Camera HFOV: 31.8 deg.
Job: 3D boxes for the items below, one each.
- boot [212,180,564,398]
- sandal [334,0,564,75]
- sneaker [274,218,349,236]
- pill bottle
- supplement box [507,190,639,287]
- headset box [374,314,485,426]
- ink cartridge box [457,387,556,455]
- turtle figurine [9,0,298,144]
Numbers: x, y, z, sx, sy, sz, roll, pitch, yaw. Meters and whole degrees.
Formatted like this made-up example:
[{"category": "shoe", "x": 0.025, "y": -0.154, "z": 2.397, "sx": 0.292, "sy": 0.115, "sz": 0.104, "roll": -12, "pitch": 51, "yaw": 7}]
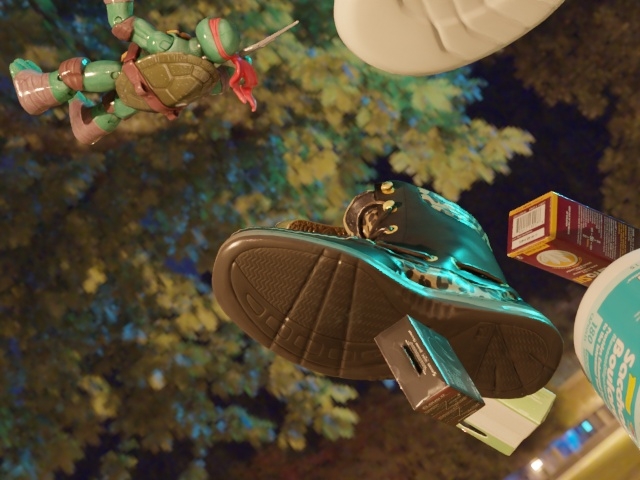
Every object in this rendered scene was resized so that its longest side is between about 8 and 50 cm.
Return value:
[{"category": "boot", "x": 0.062, "y": 0.030, "z": 1.249, "sx": 0.284, "sy": 0.378, "sz": 0.138, "roll": -102, "pitch": 28, "yaw": -64}, {"category": "sandal", "x": 0.172, "y": -0.299, "z": 0.901, "sx": 0.416, "sy": 0.169, "sz": 0.102, "roll": -46, "pitch": 29, "yaw": 5}, {"category": "sneaker", "x": 0.000, "y": 0.000, "z": 2.056, "sx": 0.192, "sy": 0.064, "sz": 0.086, "roll": 18, "pitch": -7, "yaw": -32}, {"category": "pill bottle", "x": 0.284, "y": 0.107, "z": 0.789, "sx": 0.146, "sy": 0.146, "sz": 0.264, "roll": -41, "pitch": 17, "yaw": 8}, {"category": "supplement box", "x": 0.399, "y": 0.003, "z": 1.770, "sx": 0.188, "sy": 0.080, "sz": 0.104, "roll": 20, "pitch": -27, "yaw": -25}, {"category": "headset box", "x": 0.076, "y": 0.092, "z": 0.794, "sx": 0.032, "sy": 0.062, "sz": 0.083, "roll": -37, "pitch": -31, "yaw": 12}, {"category": "ink cartridge box", "x": 0.238, "y": 0.233, "z": 1.656, "sx": 0.056, "sy": 0.171, "sz": 0.235, "roll": -57, "pitch": -10, "yaw": -18}, {"category": "turtle figurine", "x": -0.146, "y": -0.164, "z": 0.995, "sx": 0.234, "sy": 0.118, "sz": 0.175, "roll": -21, "pitch": -45, "yaw": 22}]
